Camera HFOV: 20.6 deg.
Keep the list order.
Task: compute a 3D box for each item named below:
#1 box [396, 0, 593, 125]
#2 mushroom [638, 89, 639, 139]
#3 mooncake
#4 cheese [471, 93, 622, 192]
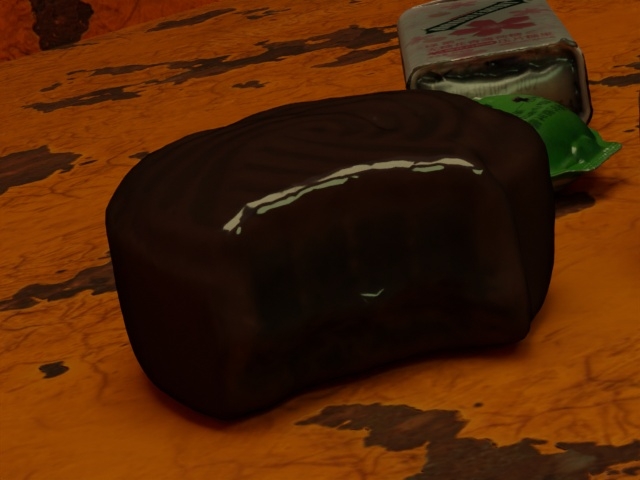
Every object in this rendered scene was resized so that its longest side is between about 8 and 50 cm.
[{"bbox_3d":[0.183,-0.194,1.947,0.190,0.112,0.369,-11,15,3],"label":"box"},{"bbox_3d":[0.419,-0.120,1.303,0.356,0.315,0.315,-42,5,21],"label":"mushroom"},{"bbox_3d":[0.000,0.000,1.286,0.326,0.174,0.334,-3,16,18],"label":"mooncake"},{"bbox_3d":[0.122,-0.084,1.648,0.320,0.083,0.204,3,23,33],"label":"cheese"}]
